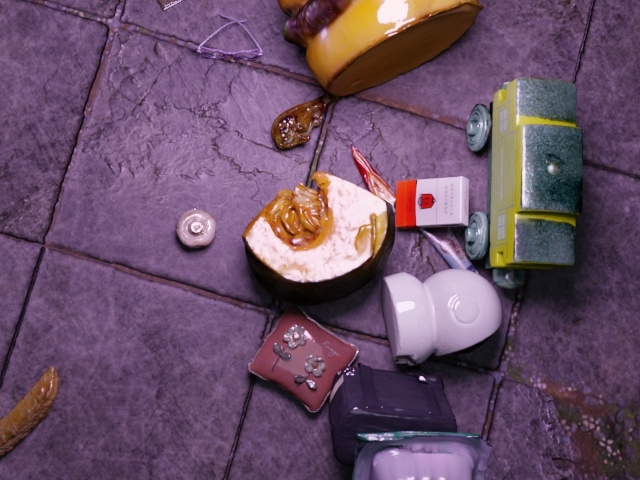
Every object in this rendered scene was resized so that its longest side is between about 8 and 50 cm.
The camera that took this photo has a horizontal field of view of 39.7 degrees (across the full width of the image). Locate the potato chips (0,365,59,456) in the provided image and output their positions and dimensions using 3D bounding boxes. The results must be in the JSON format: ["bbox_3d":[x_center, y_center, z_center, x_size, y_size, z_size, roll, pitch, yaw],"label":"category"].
[{"bbox_3d":[-0.676,0.408,1.774,0.407,0.057,0.080,-37,74,-6],"label":"potato chips"}]

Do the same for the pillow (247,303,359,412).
[{"bbox_3d":[-0.034,0.242,1.825,0.179,0.075,0.171,35,82,-1],"label":"pillow"}]

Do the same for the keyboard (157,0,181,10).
[{"bbox_3d":[-0.352,-0.565,1.928,0.049,0.015,0.129,-30,86,-12],"label":"keyboard"}]

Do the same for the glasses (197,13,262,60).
[{"bbox_3d":[-0.191,-0.444,1.900,0.139,0.062,0.104,3,82,-4],"label":"glasses"}]

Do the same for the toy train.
[{"bbox_3d":[0.411,-0.125,1.794,0.179,0.272,0.443,4,82,-13],"label":"toy train"}]

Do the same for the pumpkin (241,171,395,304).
[{"bbox_3d":[0.000,0.000,1.791,0.303,0.225,0.256,-39,83,-1],"label":"pumpkin"}]

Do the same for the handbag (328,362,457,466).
[{"bbox_3d":[0.140,0.357,1.773,0.254,0.181,0.181,6,114,-5],"label":"handbag"}]

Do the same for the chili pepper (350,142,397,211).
[{"bbox_3d":[0.109,-0.132,1.901,0.045,0.027,0.178,-34,87,-11],"label":"chili pepper"}]

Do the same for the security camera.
[{"bbox_3d":[0.251,0.146,1.800,0.236,0.194,0.195,-8,84,-7],"label":"security camera"}]

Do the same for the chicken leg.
[{"bbox_3d":[-0.027,-0.261,1.891,0.178,0.070,0.093,-41,62,-19],"label":"chicken leg"}]

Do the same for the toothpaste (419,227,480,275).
[{"bbox_3d":[0.289,0.036,1.891,0.062,0.037,0.216,-32,81,-10],"label":"toothpaste"}]

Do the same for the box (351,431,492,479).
[{"bbox_3d":[0.187,0.518,1.703,0.264,0.106,0.337,2,122,-2],"label":"box"}]

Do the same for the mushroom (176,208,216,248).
[{"bbox_3d":[-0.258,-0.025,1.845,0.083,0.067,0.084,2,78,-9],"label":"mushroom"}]

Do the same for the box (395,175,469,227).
[{"bbox_3d":[0.233,-0.078,1.857,0.152,0.048,0.100,-3,79,34],"label":"box"}]

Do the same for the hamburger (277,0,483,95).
[{"bbox_3d":[0.106,-0.489,1.782,0.395,0.396,0.278,-24,86,-6],"label":"hamburger"}]
